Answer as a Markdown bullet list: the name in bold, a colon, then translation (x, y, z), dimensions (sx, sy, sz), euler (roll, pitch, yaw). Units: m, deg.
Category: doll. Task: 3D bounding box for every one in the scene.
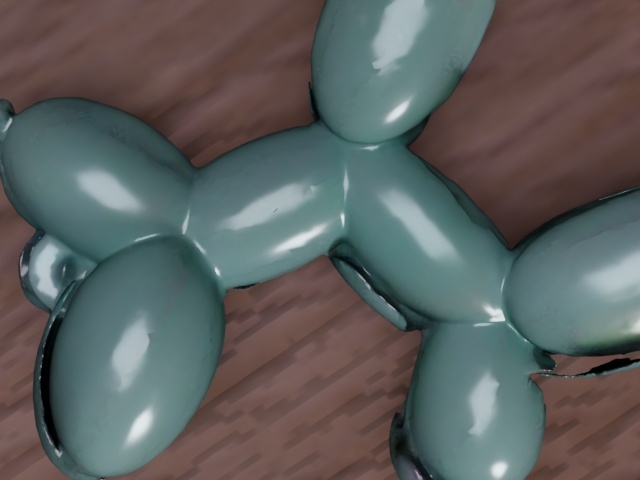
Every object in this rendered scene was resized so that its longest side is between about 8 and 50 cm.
- **doll**: translation (0.000, 0.000, 0.383), dimensions (0.159, 0.059, 0.158), euler (42, 95, -2)
